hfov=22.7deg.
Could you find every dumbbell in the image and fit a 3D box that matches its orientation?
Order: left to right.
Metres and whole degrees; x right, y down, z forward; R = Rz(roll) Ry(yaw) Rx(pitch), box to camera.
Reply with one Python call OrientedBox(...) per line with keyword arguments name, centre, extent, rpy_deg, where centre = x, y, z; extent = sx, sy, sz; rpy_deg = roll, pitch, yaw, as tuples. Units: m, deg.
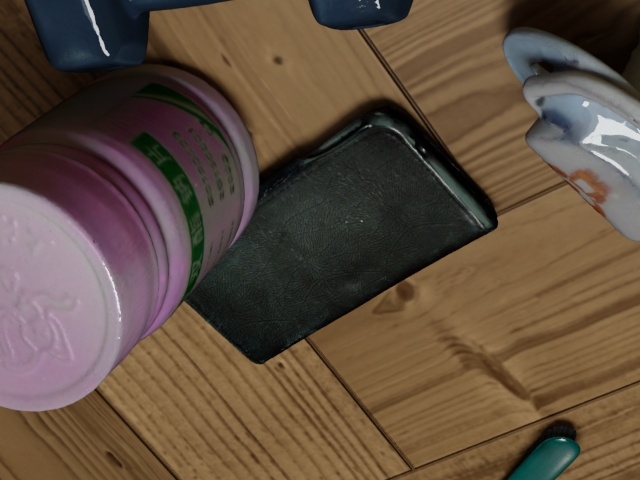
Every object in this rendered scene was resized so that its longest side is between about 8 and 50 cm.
OrientedBox(name="dumbbell", centre=(-0.087, -0.233, 1.356), extent=(0.325, 0.160, 0.144), rpy_deg=(-7, 152, 15))

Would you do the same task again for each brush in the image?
OrientedBox(name="brush", centre=(0.223, 0.255, 1.722), extent=(0.043, 0.032, 0.193), rpy_deg=(21, 138, -11))

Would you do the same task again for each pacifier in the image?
OrientedBox(name="pacifier", centre=(0.295, -0.118, 1.370), extent=(0.279, 0.227, 0.207), rpy_deg=(42, 81, -14))

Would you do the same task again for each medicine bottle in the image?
OrientedBox(name="medicine bottle", centre=(-0.200, -0.014, 1.401), extent=(0.212, 0.325, 0.212), rpy_deg=(7, 114, 16))

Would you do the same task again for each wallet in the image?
OrientedBox(name="wallet", centre=(0.000, 0.000, 1.566), extent=(0.318, 0.045, 0.172), rpy_deg=(-34, 115, 30))
